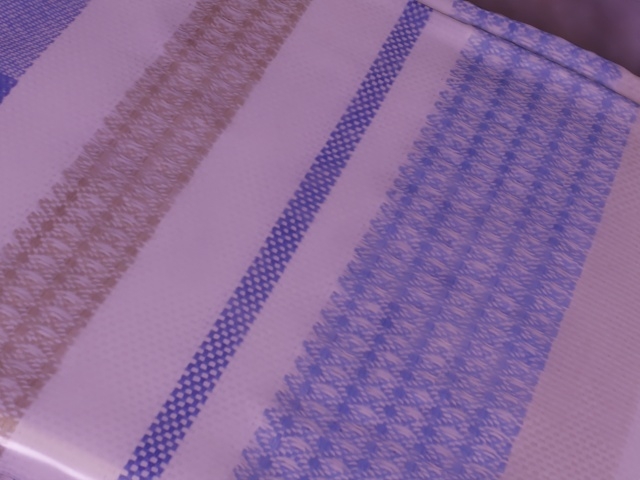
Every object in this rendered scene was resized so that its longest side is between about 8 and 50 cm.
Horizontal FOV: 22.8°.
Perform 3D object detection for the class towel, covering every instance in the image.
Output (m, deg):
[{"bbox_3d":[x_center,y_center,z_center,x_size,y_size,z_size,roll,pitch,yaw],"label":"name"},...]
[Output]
[{"bbox_3d":[0.000,0.000,0.397,0.285,0.034,0.209,25,46,3],"label":"towel"}]

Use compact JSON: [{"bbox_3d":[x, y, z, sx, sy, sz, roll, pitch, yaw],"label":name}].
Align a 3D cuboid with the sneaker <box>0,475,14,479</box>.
[{"bbox_3d":[-0.031,0.032,0.410,0.053,0.059,0.144,30,63,14],"label":"sneaker"}]
